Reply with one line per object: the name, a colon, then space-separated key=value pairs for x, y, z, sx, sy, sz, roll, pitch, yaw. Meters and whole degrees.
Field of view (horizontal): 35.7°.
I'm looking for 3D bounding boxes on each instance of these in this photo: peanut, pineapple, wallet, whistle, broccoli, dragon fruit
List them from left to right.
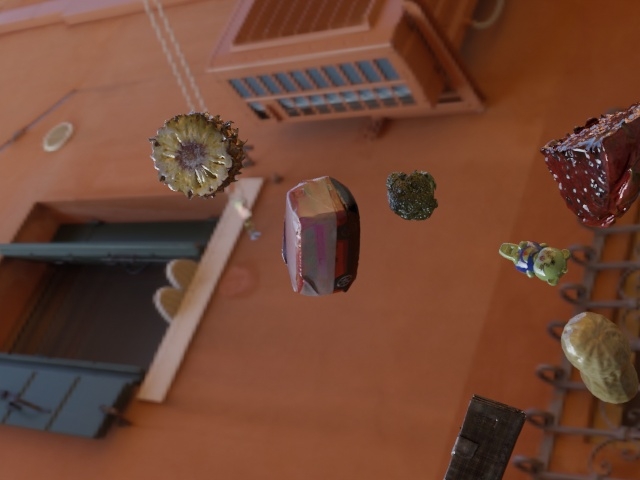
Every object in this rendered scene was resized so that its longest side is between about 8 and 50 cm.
pineapple: x=-0.209 y=-0.165 z=1.836 sx=0.137 sy=0.176 sz=0.161 roll=-40 pitch=-68 yaw=-69
broccoli: x=0.205 y=-0.103 z=2.192 sx=0.131 sy=0.130 sz=0.120 roll=50 pitch=-118 yaw=-21
wallet: x=0.346 y=0.447 z=2.118 sx=0.042 sy=0.124 sz=0.230 roll=-47 pitch=-26 yaw=-67
whistle: x=0.578 y=0.048 z=2.690 sx=0.085 sy=0.227 sz=0.105 roll=32 pitch=-96 yaw=-45
peanut: x=0.569 y=0.243 z=1.989 sx=0.256 sy=0.124 sz=0.123 roll=51 pitch=-129 yaw=-36
dragon fruit: x=0.683 y=-0.182 z=2.081 sx=0.329 sy=0.286 sz=0.228 roll=-30 pitch=-85 yaw=-13

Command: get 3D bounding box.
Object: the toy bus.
toy bus: x=0.000 y=0.000 z=2.158 sx=0.302 sy=0.147 sz=0.127 roll=94 pitch=158 yaw=-50
